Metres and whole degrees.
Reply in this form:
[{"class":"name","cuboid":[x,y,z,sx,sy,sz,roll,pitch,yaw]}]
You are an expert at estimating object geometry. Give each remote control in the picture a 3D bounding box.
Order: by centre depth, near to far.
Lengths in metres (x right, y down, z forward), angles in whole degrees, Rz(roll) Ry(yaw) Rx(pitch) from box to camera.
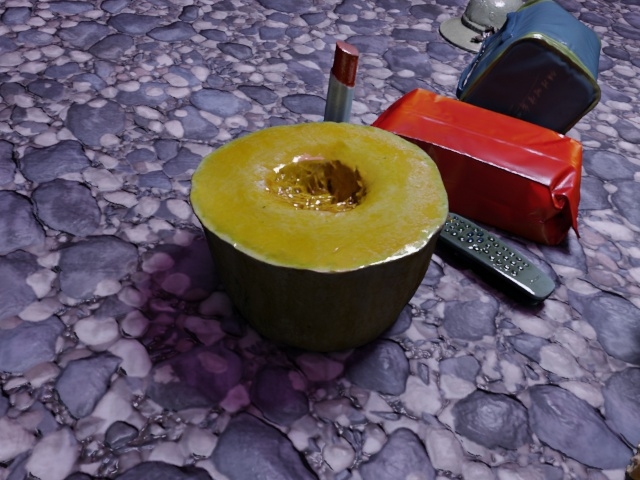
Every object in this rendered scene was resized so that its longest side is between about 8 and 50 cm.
[{"class":"remote control","cuboid":[0.255,0.024,0.979,0.072,0.042,0.222,-26,50,-35]}]

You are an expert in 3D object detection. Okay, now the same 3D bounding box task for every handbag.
[{"class":"handbag","cuboid":[0.393,-0.300,1.215,0.222,0.263,0.241,39,40,-4]}]

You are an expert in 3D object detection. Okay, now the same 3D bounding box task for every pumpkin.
[{"class":"pumpkin","cuboid":[0.000,0.000,0.860,0.332,0.199,0.332,0,36,0]}]

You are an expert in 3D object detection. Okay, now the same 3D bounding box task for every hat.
[{"class":"hat","cuboid":[0.450,-0.590,1.666,0.257,0.130,0.257,5,41,-4]}]

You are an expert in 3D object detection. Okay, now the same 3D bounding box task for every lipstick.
[{"class":"lipstick","cuboid":[0.023,-0.174,0.985,0.068,0.274,0.061,12,40,3]}]

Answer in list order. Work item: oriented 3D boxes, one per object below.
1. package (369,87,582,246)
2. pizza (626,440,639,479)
[{"class":"package","cuboid":[0.258,-0.140,1.111,0.423,0.123,0.196,21,40,12]},{"class":"pizza","cuboid":[0.441,0.245,0.750,0.181,0.063,0.161,1,48,-2]}]
